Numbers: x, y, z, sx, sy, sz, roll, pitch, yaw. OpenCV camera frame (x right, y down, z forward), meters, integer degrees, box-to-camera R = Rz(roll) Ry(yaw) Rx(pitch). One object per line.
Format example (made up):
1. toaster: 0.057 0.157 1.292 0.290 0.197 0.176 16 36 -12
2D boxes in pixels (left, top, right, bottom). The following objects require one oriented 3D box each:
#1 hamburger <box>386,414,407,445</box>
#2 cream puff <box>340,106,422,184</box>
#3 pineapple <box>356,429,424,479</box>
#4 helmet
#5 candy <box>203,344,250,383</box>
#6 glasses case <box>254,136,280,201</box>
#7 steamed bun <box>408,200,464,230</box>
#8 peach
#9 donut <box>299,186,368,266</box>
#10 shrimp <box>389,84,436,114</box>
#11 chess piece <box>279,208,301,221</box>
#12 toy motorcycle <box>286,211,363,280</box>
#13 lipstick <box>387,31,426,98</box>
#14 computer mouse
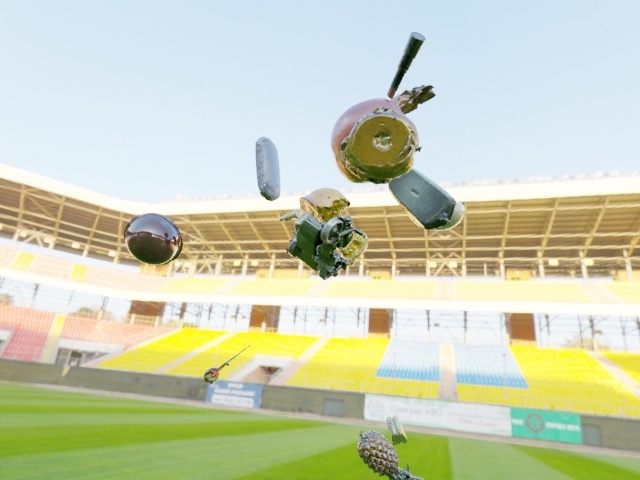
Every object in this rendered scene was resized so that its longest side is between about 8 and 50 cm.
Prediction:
1. hamburger: 0.262 0.655 1.405 0.054 0.084 0.121 -18 -46 7
2. cream puff: 0.103 -0.155 0.681 0.133 0.119 0.104 -28 -5 19
3. pineapple: 0.169 0.562 1.008 0.221 0.083 0.103 49 -24 -1
4. helmet: -0.481 0.015 1.162 0.155 0.106 0.175 -33 -60 -5
5. candy: -0.311 0.410 1.349 0.055 0.184 0.049 29 -30 57
6. glasses case: -0.217 -0.298 1.669 0.067 0.283 0.109 -15 -18 33
7. steamed bun: 0.440 -0.113 1.586 0.231 0.145 0.232 20 15 -6
8. peach: 0.156 -0.305 1.261 0.238 0.281 0.281 24 -27 -25
9. donut: 0.060 -0.088 2.018 0.435 0.163 0.377 59 -15 -27
10. shrimp: 0.266 -0.458 1.422 0.077 0.168 0.317 47 -35 -18
11. chess piece: -0.115 -0.087 1.476 0.092 0.035 0.035 -15 -29 34
12. toy motorcycle: 0.000 0.000 1.179 0.205 0.127 0.275 37 -35 25
13. lipstick: 0.291 -0.598 1.398 0.053 0.053 0.234 10 -38 -11
14. computer mouse: 0.276 -0.115 1.089 0.113 0.229 0.068 -47 -28 14
